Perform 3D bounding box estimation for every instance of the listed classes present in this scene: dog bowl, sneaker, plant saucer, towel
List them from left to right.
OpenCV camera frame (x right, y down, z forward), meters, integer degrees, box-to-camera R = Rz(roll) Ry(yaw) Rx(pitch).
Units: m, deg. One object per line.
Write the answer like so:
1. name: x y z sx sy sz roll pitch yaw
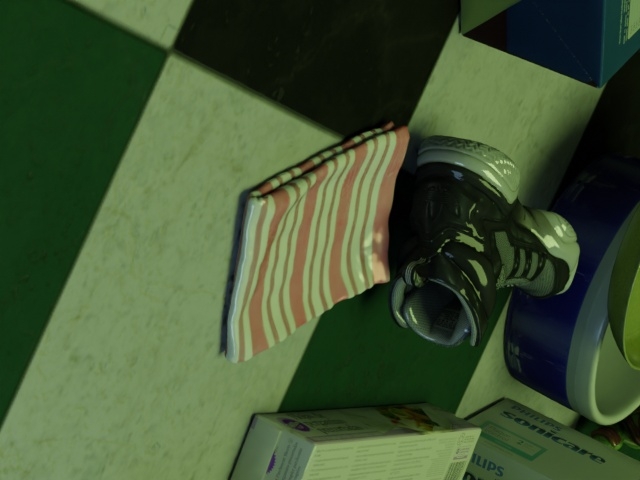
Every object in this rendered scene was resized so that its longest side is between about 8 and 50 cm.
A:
1. towel: 0.000 0.000 1.449 0.197 0.029 0.144 -30 136 -48
2. sneaker: 0.133 0.027 1.605 0.268 0.101 0.153 44 63 -55
3. dog bowl: 0.300 0.048 1.924 0.265 0.104 0.265 -39 143 -38
4. plant saucer: 0.335 0.007 1.800 0.241 0.037 0.241 -40 143 -39

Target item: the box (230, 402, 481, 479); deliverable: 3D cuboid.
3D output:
1. box: 0.039 0.183 1.628 0.324 0.063 0.067 4 108 -61

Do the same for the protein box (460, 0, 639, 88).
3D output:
1. protein box: 0.220 -0.270 1.491 0.201 0.136 0.200 -44 146 -33

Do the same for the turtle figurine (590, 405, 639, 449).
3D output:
1. turtle figurine: 0.391 0.255 2.096 0.275 0.198 0.266 -62 -179 -19

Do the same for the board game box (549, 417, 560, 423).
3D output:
1. board game box: 0.267 0.314 1.992 0.060 0.194 0.194 0 109 -39

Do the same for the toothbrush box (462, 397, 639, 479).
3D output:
1. toothbrush box: 0.213 0.341 1.895 0.126 0.216 0.295 -19 129 -54
